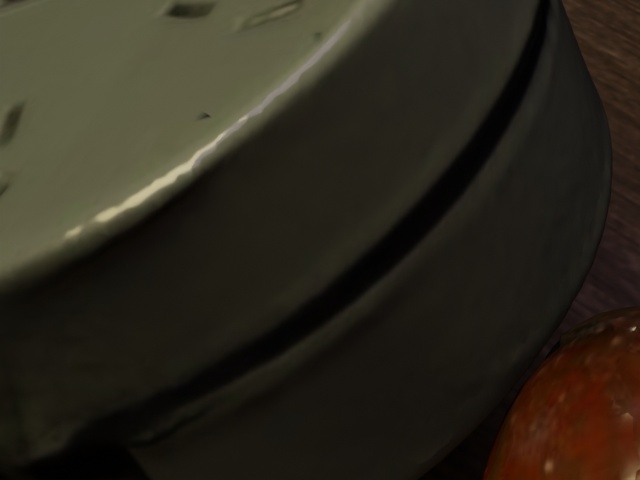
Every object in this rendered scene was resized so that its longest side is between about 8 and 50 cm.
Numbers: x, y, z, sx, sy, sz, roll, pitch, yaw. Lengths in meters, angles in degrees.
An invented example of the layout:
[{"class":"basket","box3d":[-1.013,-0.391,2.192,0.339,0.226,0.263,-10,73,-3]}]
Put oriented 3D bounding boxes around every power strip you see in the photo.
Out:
[{"class":"power strip","box3d":[-0.073,-0.034,0.621,0.357,0.161,0.357,-18,38,15]}]

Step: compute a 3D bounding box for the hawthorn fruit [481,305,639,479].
[{"class":"hawthorn fruit","box3d":[0.132,0.109,0.554,0.173,0.173,0.173,0,43,0]}]
